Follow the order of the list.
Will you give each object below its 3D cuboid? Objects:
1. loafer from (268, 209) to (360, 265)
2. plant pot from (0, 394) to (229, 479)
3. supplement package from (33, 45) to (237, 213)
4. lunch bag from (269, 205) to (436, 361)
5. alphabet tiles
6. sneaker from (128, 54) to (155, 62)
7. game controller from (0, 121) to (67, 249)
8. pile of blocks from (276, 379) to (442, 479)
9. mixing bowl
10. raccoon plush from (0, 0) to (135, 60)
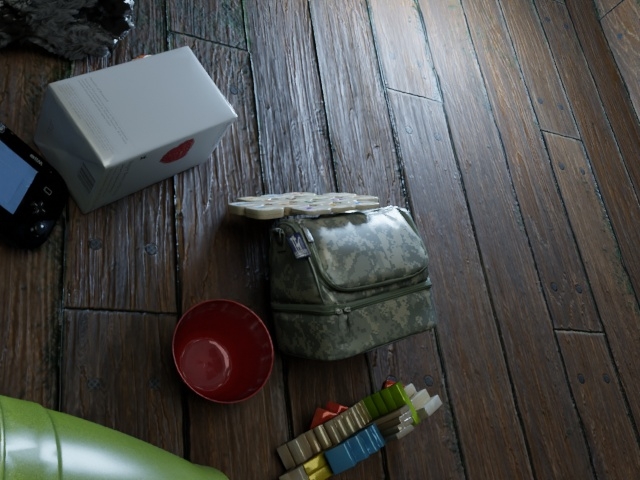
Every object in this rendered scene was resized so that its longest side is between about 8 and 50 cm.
[{"bbox_3d":[0.000,0.000,1.361,0.268,0.102,0.092,-16,41,-31],"label":"loafer"},{"bbox_3d":[-0.298,0.397,0.819,0.353,0.366,0.366,22,55,-36],"label":"plant pot"},{"bbox_3d":[-0.337,-0.208,1.198,0.293,0.177,0.175,-32,85,-39],"label":"supplement package"},{"bbox_3d":[0.054,0.070,1.235,0.305,0.212,0.256,-10,92,-36],"label":"lunch bag"},{"bbox_3d":[-0.031,-0.070,1.283,0.284,0.278,0.021,-9,103,-35],"label":"alphabet tiles"},{"bbox_3d":[-0.383,-0.318,1.307,0.175,0.064,0.067,-39,87,-29],"label":"sneaker"},{"bbox_3d":[-0.541,-0.127,1.023,0.319,0.067,0.166,50,45,-38],"label":"game controller"},{"bbox_3d":[0.069,0.329,1.188,0.362,0.149,0.113,-20,78,-38],"label":"pile of blocks"},{"bbox_3d":[-0.183,0.203,1.127,0.181,0.098,0.181,15,57,-25],"label":"mixing bowl"},{"bbox_3d":[-0.553,-0.530,1.230,0.446,0.216,0.299,-7,61,-35],"label":"raccoon plush"}]
